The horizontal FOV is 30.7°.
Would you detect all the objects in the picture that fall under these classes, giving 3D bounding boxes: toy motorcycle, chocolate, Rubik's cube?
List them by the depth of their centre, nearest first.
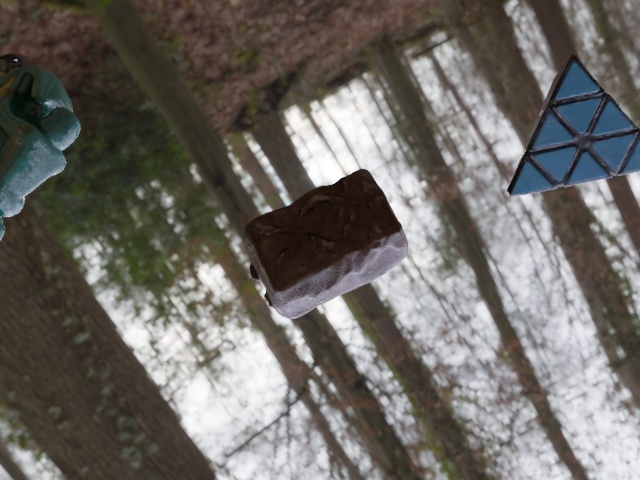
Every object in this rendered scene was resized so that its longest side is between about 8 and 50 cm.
[{"bbox_3d":[-0.346,-0.086,1.249,0.198,0.109,0.296,1,-124,33],"label":"toy motorcycle"},{"bbox_3d":[0.305,-0.133,1.554,0.178,0.211,0.190,-45,-158,6],"label":"Rubik's cube"},{"bbox_3d":[0.000,0.000,1.599,0.214,0.093,0.148,-26,-125,-4],"label":"chocolate"}]
